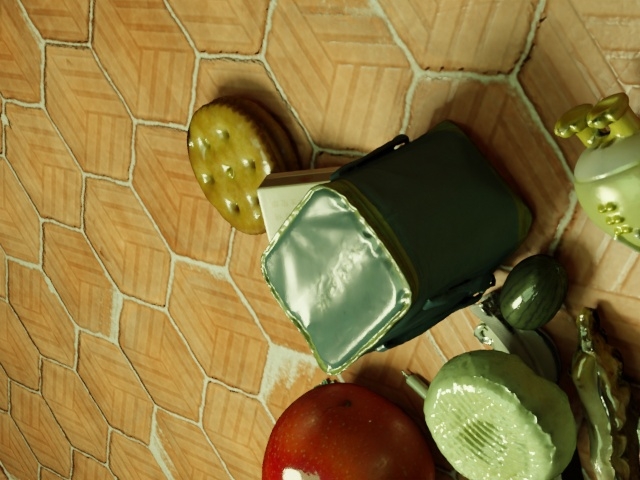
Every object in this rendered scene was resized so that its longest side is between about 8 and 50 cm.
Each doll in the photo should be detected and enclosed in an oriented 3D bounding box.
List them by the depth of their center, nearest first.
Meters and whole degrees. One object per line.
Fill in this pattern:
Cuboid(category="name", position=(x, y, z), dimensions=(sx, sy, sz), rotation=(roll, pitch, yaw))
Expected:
Cuboid(category="doll", position=(0.352, -0.016, 1.184), dimensions=(0.141, 0.117, 0.296), rotation=(-19, 99, 55))

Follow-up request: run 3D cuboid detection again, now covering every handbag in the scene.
Cuboid(category="handbag", position=(0.088, 0.006, 1.394), dimensions=(0.222, 0.241, 0.263), rotation=(56, 140, 11))

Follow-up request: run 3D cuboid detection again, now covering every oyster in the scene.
Cuboid(category="oyster", position=(0.353, 0.249, 1.353), dimensions=(0.128, 0.078, 0.345), rotation=(60, -157, -85))

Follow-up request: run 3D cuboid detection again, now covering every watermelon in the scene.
Cuboid(category="watermelon", position=(0.259, 0.062, 1.377), dimensions=(0.078, 0.078, 0.111), rotation=(42, 137, 21))

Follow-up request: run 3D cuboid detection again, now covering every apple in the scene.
Cuboid(category="apple", position=(0.037, 0.344, 1.694), dimensions=(0.260, 0.216, 0.260), rotation=(21, 131, 26))

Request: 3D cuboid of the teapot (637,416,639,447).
Cuboid(category="teapot", position=(0.451, 0.200, 1.258), dimensions=(0.200, 0.077, 0.107), rotation=(-9, 83, 50))

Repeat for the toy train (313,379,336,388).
Cuboid(category="toy train", position=(0.028, 0.250, 1.811), dimensions=(0.092, 0.029, 0.045), rotation=(7, 128, 44))

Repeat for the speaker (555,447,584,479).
Cuboid(category="speaker", position=(0.311, 0.333, 1.530), dimensions=(0.082, 0.044, 0.218), rotation=(9, 121, 46))

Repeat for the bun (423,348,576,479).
Cuboid(category="bun", position=(0.232, 0.219, 1.424), dimensions=(0.195, 0.118, 0.195), rotation=(20, 126, 30))

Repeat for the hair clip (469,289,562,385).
Cuboid(category="hair clip", position=(0.254, 0.146, 1.467), dimensions=(0.172, 0.049, 0.116), rotation=(58, 148, -2))

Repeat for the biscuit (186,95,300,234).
Cuboid(category="biscuit", position=(-0.119, -0.111, 1.699), dimensions=(0.220, 0.066, 0.220), rotation=(28, 133, 35))

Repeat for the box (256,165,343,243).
Cuboid(category="box", position=(0.000, 0.000, 1.598), dimensions=(0.141, 0.058, 0.201), rotation=(-6, 113, 18))

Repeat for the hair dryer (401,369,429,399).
Cuboid(category="hair dryer", position=(0.162, 0.223, 1.641), dimensions=(0.124, 0.038, 0.063), rotation=(42, 139, 32))
